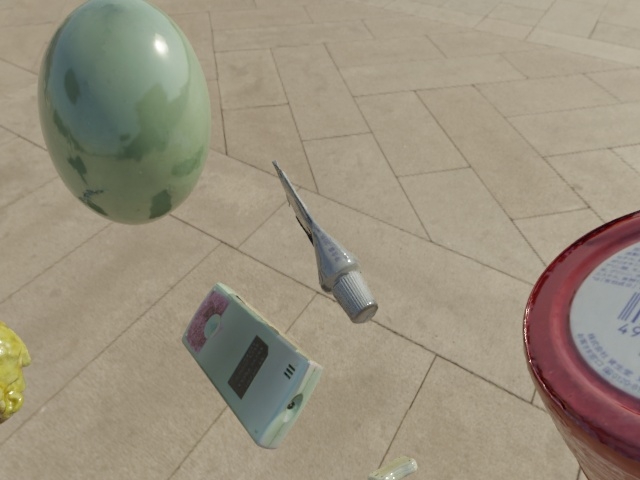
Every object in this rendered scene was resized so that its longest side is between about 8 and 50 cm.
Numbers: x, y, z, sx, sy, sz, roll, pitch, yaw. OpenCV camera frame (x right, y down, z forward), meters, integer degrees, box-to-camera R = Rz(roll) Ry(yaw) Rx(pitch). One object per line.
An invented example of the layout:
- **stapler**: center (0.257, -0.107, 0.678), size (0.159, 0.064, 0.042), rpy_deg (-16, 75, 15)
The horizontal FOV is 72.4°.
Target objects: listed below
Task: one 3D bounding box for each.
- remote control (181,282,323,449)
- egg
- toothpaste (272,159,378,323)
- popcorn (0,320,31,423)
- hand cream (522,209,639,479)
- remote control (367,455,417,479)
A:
- **remote control**: center (-0.136, 0.191, 0.753), size (0.344, 0.050, 0.145), rpy_deg (27, 83, 51)
- **egg**: center (-0.244, -0.159, 0.563), size (0.202, 0.283, 0.203), rpy_deg (6, 12, -1)
- **toothpaste**: center (-0.001, 0.001, 0.654), size (0.068, 0.099, 0.282), rpy_deg (-9, 51, -28)
- **popcorn**: center (-0.745, 0.302, 0.894), size (0.252, 0.215, 0.286), rpy_deg (32, 77, 5)
- **hand cream**: center (0.264, 0.088, 0.288), size (0.230, 0.149, 0.230), rpy_deg (-31, 28, 19)
- **remote control**: center (0.176, 0.570, 1.072), size (0.122, 0.074, 0.032), rpy_deg (-16, 80, -25)
